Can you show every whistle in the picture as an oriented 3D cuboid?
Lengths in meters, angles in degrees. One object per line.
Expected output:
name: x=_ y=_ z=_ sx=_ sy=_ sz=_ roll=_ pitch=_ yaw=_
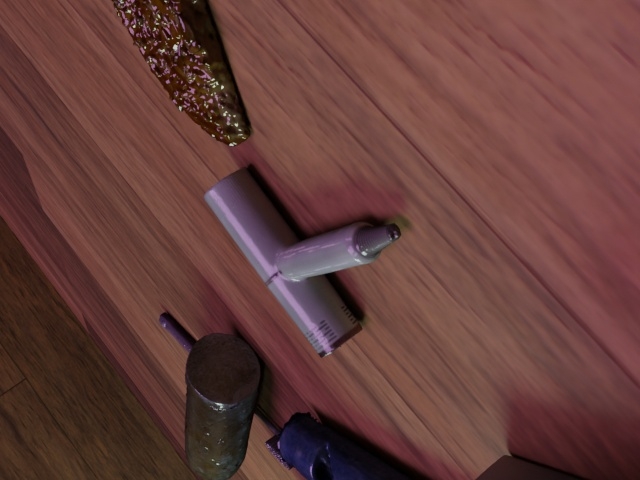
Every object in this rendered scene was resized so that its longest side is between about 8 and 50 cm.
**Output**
whistle: x=0.058 y=0.237 z=0.658 sx=0.304 sy=0.062 sz=0.062 roll=13 pitch=134 yaw=57

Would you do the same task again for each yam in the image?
yam: x=-0.131 y=0.226 z=0.916 sx=0.093 sy=0.093 sz=0.259 roll=44 pitch=146 yaw=23

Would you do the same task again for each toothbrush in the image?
toothbrush: x=-0.143 y=0.210 z=1.037 sx=0.354 sy=0.029 sz=0.024 roll=37 pitch=138 yaw=36

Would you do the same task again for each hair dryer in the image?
hair dryer: x=-0.004 y=-0.007 z=0.481 sx=0.155 sy=0.044 sz=0.183 roll=52 pitch=152 yaw=3

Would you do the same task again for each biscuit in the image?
biscuit: x=-0.114 y=-0.162 z=0.483 sx=0.126 sy=0.025 sz=0.206 roll=28 pitch=145 yaw=46

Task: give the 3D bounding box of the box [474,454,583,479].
box: x=0.190 y=0.256 z=0.421 sx=0.243 sy=0.067 sz=0.155 roll=60 pitch=155 yaw=-11
